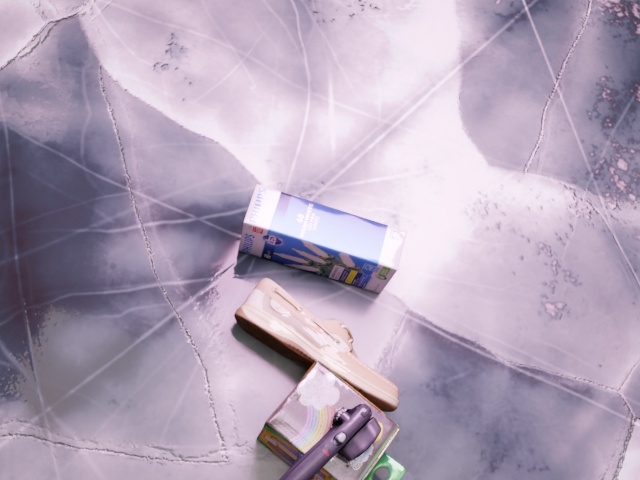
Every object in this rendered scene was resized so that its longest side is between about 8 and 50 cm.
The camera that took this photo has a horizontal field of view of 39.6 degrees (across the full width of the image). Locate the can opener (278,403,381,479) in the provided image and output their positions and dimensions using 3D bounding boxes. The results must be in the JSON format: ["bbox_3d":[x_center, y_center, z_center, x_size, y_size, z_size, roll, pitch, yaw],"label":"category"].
[{"bbox_3d":[0.007,0.302,1.266,0.186,0.059,0.073,-36,79,-22],"label":"can opener"}]

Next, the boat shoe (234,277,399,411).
[{"bbox_3d":[0.008,0.168,1.442,0.302,0.109,0.098,31,68,10],"label":"boat shoe"}]

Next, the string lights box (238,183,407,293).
[{"bbox_3d":[0.000,0.000,1.490,0.259,0.133,0.077,17,67,-2],"label":"string lights box"}]

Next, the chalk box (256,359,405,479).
[{"bbox_3d":[0.028,0.312,1.372,0.213,0.132,0.132,39,66,6],"label":"chalk box"}]
